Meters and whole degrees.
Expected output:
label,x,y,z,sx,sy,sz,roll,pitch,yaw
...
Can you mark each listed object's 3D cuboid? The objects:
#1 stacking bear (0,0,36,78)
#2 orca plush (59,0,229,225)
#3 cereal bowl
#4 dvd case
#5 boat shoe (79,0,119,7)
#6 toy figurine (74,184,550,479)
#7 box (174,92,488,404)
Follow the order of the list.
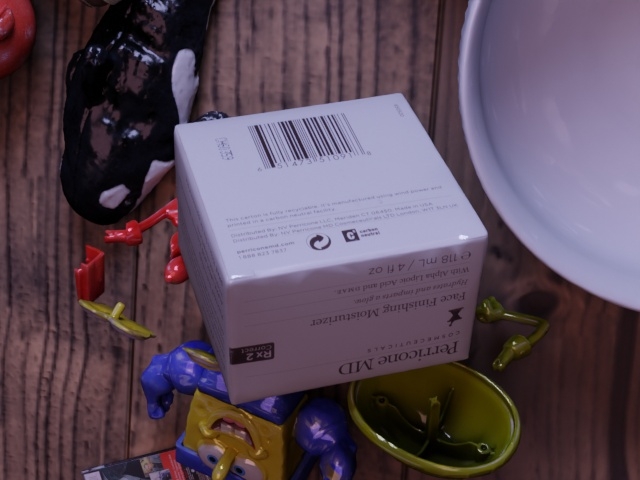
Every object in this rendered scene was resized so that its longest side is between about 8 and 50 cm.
label,x,y,z,sx,sy,sz,roll,pitch,yaw
stacking bear,-0.365,-0.139,1.021,0.289,0.175,0.164,-27,115,18
orca plush,-0.139,-0.139,0.981,0.151,0.102,0.287,46,106,12
cereal bowl,0.262,-0.125,0.839,0.339,0.141,0.339,2,108,6
dvd case,-0.145,0.229,1.083,0.119,0.013,0.087,-17,92,16
boat shoe,-0.228,-0.284,0.986,0.095,0.095,0.257,-27,69,13
toy figurine,-0.018,0.129,0.997,0.362,0.191,0.217,20,130,15
box,0.000,0.000,0.881,0.181,0.182,0.119,-10,132,-13
